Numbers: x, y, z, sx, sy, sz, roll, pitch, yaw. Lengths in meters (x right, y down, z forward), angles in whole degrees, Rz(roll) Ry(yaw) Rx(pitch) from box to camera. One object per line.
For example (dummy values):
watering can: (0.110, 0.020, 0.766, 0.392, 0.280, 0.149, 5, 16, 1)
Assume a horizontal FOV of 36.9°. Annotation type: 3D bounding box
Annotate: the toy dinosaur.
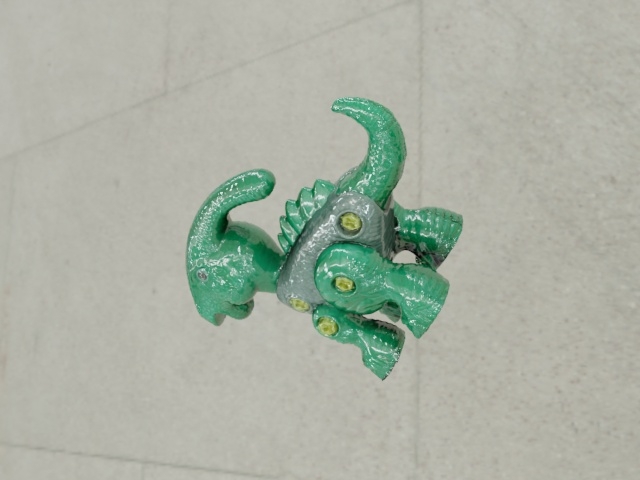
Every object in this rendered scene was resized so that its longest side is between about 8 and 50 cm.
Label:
toy dinosaur: (0.000, 0.000, 0.365, 0.059, 0.096, 0.132, -71, 6, -48)
